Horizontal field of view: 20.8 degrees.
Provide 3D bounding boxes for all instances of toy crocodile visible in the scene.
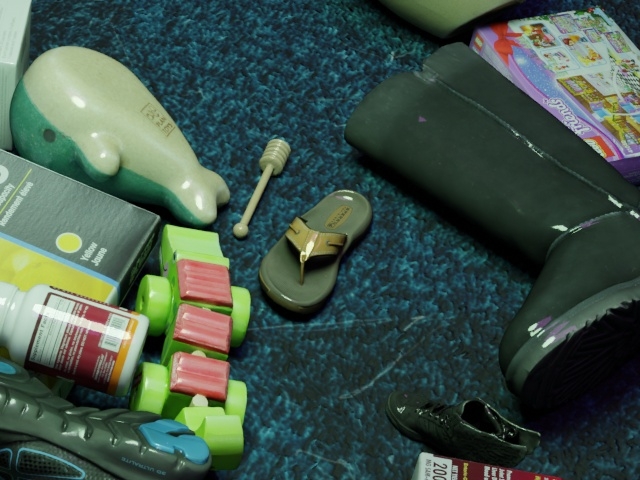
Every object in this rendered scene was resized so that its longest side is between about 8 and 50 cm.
[{"bbox_3d":[-0.128,0.104,1.789,0.115,0.105,0.340,13,41,-15],"label":"toy crocodile"}]

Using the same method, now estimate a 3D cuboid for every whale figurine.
[{"bbox_3d":[-0.235,-0.097,1.988,0.272,0.141,0.216,39,22,-7],"label":"whale figurine"}]

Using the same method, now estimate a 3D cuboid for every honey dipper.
[{"bbox_3d":[-0.070,-0.059,2.045,0.030,0.030,0.161,16,45,5],"label":"honey dipper"}]

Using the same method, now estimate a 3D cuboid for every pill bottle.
[{"bbox_3d":[-0.249,0.093,1.701,0.152,0.086,0.086,18,43,-2],"label":"pill bottle"}]

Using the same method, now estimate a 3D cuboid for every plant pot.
[{"bbox_3d":[0.178,-0.379,2.300,0.284,0.284,0.191,-24,89,-33],"label":"plant pot"}]

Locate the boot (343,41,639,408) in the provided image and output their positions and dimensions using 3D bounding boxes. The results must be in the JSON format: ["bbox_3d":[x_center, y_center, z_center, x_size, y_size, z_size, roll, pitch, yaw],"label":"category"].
[{"bbox_3d":[0.195,-0.033,1.987,0.367,0.146,0.445,-22,55,-42],"label":"boot"}]

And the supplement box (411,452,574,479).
[{"bbox_3d":[0.204,0.295,1.695,0.239,0.073,0.130,11,42,-3],"label":"supplement box"}]

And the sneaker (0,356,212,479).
[{"bbox_3d":[-0.280,0.200,1.625,0.341,0.139,0.125,21,12,8],"label":"sneaker"}]

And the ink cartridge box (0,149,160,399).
[{"bbox_3d":[-0.366,0.036,1.817,0.307,0.072,0.303,23,53,5],"label":"ink cartridge box"}]

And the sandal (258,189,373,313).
[{"bbox_3d":[0.000,0.000,1.973,0.090,0.060,0.219,26,44,15],"label":"sandal"}]

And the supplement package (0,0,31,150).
[{"bbox_3d":[-0.470,-0.210,2.038,0.244,0.134,0.139,7,42,-6],"label":"supplement package"}]

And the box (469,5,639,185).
[{"bbox_3d":[0.346,-0.185,2.249,0.201,0.057,0.293,-11,47,-24],"label":"box"}]

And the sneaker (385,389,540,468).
[{"bbox_3d":[0.143,0.186,1.785,0.170,0.089,0.051,37,48,24],"label":"sneaker"}]
